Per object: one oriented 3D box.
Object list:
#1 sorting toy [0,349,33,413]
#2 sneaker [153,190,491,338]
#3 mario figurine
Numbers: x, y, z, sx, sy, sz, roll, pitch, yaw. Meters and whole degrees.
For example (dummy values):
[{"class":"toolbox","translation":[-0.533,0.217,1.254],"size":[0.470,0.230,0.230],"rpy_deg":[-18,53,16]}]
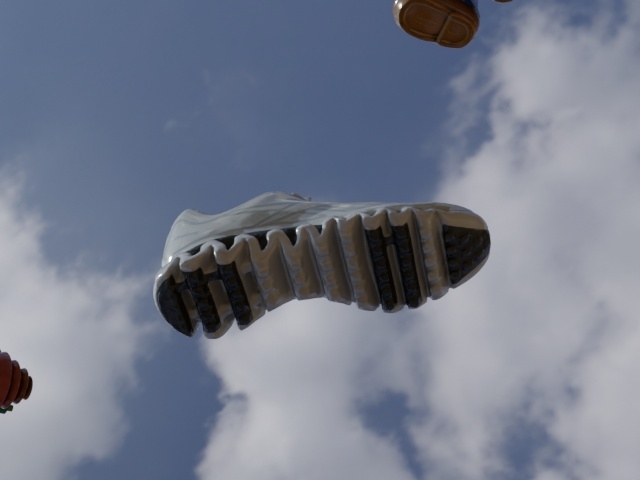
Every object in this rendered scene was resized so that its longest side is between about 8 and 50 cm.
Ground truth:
[{"class":"sorting toy","translation":[-0.261,0.112,1.013],"size":[0.042,0.102,0.061],"rpy_deg":[18,-83,-34]},{"class":"sneaker","translation":[0.000,0.000,1.094],"size":[0.292,0.110,0.118],"rpy_deg":[-6,-142,0]},{"class":"mario figurine","translation":[0.120,-0.328,1.239],"size":[0.320,0.198,0.170],"rpy_deg":[-81,-23,-52]}]
